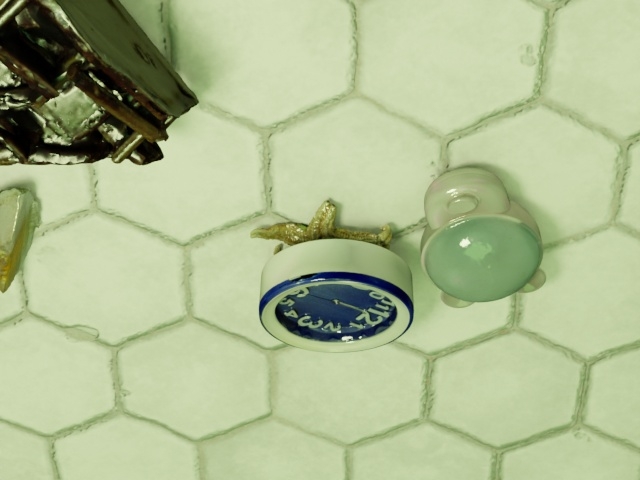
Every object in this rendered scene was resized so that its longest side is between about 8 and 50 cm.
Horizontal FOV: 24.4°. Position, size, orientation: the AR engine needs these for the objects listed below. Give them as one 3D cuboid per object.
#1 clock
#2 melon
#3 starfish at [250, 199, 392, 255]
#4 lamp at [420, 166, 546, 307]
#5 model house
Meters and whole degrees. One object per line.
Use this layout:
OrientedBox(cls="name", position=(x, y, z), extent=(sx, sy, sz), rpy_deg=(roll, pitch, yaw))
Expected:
OrientedBox(cls="clock", position=(0.023, 0.084, 2.203), extent=(0.230, 0.083, 0.230), rpy_deg=(-1, 148, -1))
OrientedBox(cls="melon", position=(-0.486, -0.007, 2.161), extent=(0.140, 0.093, 0.202), rpy_deg=(11, 135, -8))
OrientedBox(cls="starfish", position=(0.000, 0.006, 2.195), extent=(0.210, 0.053, 0.150), rpy_deg=(11, 125, -6))
OrientedBox(cls="lamp", position=(0.229, 0.004, 2.153), extent=(0.180, 0.108, 0.246), rpy_deg=(-16, 128, 9))
OrientedBox(cls="model house", position=(-0.358, -0.174, 1.886), extent=(0.283, 0.317, 0.297), rpy_deg=(-32, 98, 14))
